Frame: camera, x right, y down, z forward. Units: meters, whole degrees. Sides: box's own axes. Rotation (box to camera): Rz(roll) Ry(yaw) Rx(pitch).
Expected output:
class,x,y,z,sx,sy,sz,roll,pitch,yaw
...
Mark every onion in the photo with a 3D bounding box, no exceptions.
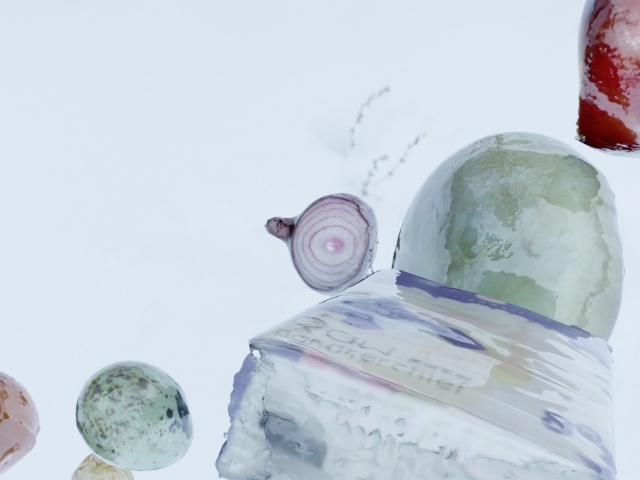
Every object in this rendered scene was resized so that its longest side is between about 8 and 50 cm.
class,x,y,z,sx,sy,sz,roll,pitch,yaw
onion,0.000,0.000,1.603,0.218,0.140,0.195,12,92,14

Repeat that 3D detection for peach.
class,x,y,z,sx,sy,sz,roll,pitch,yaw
peach,0.341,-0.170,0.871,0.154,0.267,0.159,4,79,17

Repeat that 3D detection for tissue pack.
class,x,y,z,sx,sy,sz,roll,pitch,yaw
tissue pack,0.097,0.123,0.656,0.242,0.343,0.125,19,101,16

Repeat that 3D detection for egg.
class,x,y,z,sx,sy,sz,roll,pitch,yaw
egg,-0.148,0.145,0.693,0.085,0.110,0.085,-31,35,25

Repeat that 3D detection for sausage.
class,x,y,z,sx,sy,sz,roll,pitch,yaw
sausage,-0.472,0.225,1.008,0.268,0.141,0.153,-1,61,-21

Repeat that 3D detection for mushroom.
class,x,y,z,sx,sy,sz,roll,pitch,yaw
mushroom,0.231,0.036,1.041,0.260,0.352,0.352,16,53,-19

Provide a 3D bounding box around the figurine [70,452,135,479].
class,x,y,z,sx,sy,sz,roll,pitch,yaw
figurine,-0.373,0.384,1.527,0.108,0.114,0.196,12,56,-1
